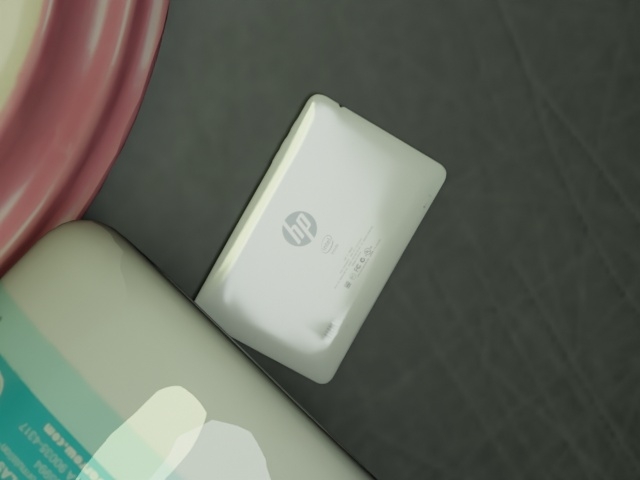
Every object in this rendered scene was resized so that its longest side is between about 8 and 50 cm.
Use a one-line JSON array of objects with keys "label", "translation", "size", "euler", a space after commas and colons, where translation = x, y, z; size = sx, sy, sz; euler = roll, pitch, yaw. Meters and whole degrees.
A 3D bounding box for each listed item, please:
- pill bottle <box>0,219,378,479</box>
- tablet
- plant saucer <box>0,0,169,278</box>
[{"label": "pill bottle", "translation": [-0.107, 0.132, 0.515], "size": [0.264, 0.146, 0.146], "euler": [-46, 106, -3]}, {"label": "tablet", "translation": [0.000, 0.000, 0.594], "size": [0.054, 0.006, 0.083], "euler": [30, 90, -16]}, {"label": "plant saucer", "translation": [-0.199, -0.095, 0.492], "size": [0.332, 0.084, 0.332], "euler": [-2, 98, -13]}]
